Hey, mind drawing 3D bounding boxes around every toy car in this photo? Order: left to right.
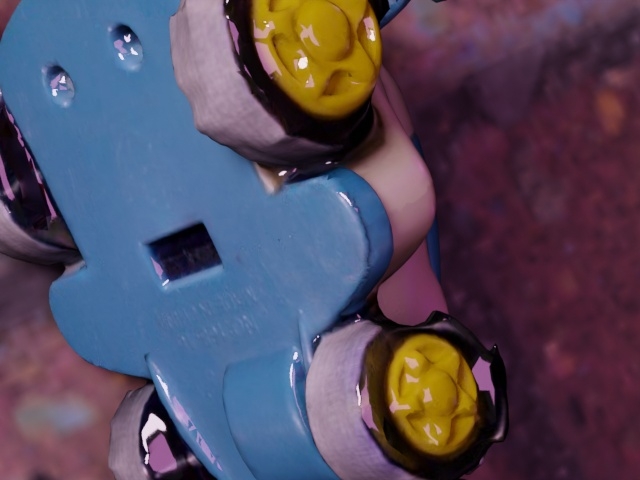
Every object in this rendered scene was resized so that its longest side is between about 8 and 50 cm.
[{"bbox_3d":[0.000,0.000,0.410,0.098,0.126,0.161,-31,96,-37],"label":"toy car"}]
